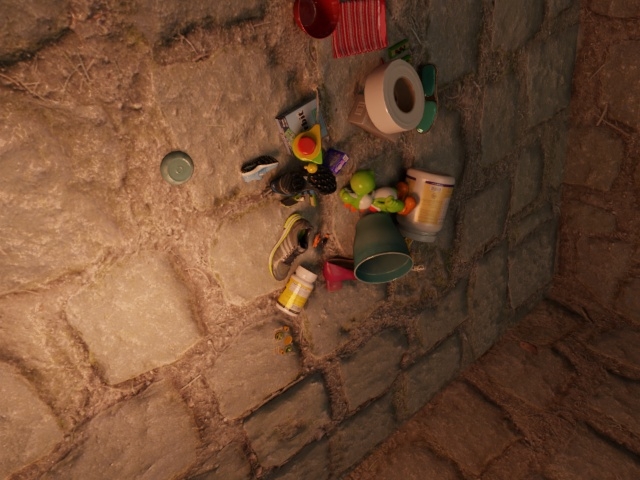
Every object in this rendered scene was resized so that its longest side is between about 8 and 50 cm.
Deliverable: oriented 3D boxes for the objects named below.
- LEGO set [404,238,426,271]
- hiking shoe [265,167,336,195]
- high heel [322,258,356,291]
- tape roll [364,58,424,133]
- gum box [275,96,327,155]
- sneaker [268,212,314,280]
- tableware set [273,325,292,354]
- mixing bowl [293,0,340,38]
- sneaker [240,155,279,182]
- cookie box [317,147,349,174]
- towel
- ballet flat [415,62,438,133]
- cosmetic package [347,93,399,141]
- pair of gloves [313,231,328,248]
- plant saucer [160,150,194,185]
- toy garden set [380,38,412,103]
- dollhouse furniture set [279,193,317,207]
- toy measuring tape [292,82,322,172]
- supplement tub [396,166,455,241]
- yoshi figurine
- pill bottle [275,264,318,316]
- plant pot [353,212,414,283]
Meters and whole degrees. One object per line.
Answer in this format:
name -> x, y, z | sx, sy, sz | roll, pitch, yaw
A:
LEGO set -> 0.515, 0.026, 2.403 | 0.107, 0.132, 0.287 | 17, 75, -59
hiking shoe -> -0.066, -0.238, 1.807 | 0.303, 0.132, 0.113 | -3, 94, -42
high heel -> 0.184, 0.113, 2.152 | 0.377, 0.127, 0.181 | -25, 134, -24
tape roll -> 0.310, -0.591, 1.840 | 0.286, 0.100, 0.287 | -1, 91, -42
gum box -> -0.072, -0.450, 1.755 | 0.184, 0.041, 0.157 | -37, 129, -20
sneaker -> -0.124, 0.037, 1.882 | 0.111, 0.121, 0.300 | 14, 101, -41
tableware set -> -0.173, 0.475, 2.110 | 0.103, 0.024, 0.154 | -11, 116, -35
mixing bowl -> -0.029, -0.815, 1.584 | 0.181, 0.098, 0.182 | -16, 119, -32
sneaker -> -0.233, -0.271, 1.710 | 0.162, 0.063, 0.073 | -26, 142, -22
cookie box -> 0.054, -0.332, 1.865 | 0.092, 0.107, 0.040 | -51, 133, -7
towel -> 0.157, -0.845, 1.766 | 0.274, 0.031, 0.199 | -24, 122, -28
ballet flat -> 0.507, -0.662, 2.085 | 0.106, 0.107, 0.316 | -44, 142, -61
cosmetic package -> 0.248, -0.528, 1.937 | 0.237, 0.107, 0.127 | 16, 98, -44
pair of gloves -> 0.000, 0.000, 2.040 | 0.083, 0.010, 0.074 | 12, 101, -44
plant saucer -> -0.488, -0.245, 1.530 | 0.119, 0.021, 0.120 | -17, 119, -33
toy garden set -> 0.341, -0.720, 1.956 | 0.203, 0.049, 0.244 | -37, 128, -20
dollhouse furniture set -> -0.091, -0.151, 1.854 | 0.151, 0.076, 0.059 | -26, 124, -28
toy measuring tape -> -0.055, -0.423, 1.698 | 0.121, 0.121, 0.331 | -9, 100, -35
supplement tub -> 0.511, -0.180, 2.210 | 0.240, 0.241, 0.332 | -2, 111, -38
yoshi figurine -> 0.266, -0.227, 2.032 | 0.361, 0.203, 0.203 | 2, 88, -27
pill bottle -> -0.102, 0.222, 1.986 | 0.119, 0.119, 0.209 | 28, 91, -43
plant pot -> 0.268, 0.025, 2.069 | 0.271, 0.255, 0.272 | -6, 146, -4
